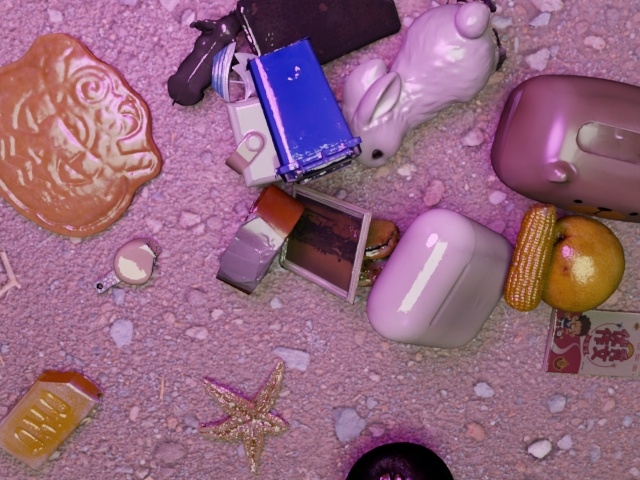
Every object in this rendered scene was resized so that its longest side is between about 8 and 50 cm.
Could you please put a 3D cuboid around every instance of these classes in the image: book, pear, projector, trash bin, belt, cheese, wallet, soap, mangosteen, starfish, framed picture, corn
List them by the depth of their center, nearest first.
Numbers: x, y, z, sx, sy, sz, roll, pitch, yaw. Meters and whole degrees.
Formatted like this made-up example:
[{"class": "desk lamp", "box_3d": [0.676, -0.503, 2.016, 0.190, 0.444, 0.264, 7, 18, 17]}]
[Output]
[{"class": "trash bin", "box_3d": [-0.035, -0.226, 1.131, 0.162, 0.184, 0.234, -22, 98, -5]}, {"class": "wallet", "box_3d": [0.002, -0.441, 1.253, 0.321, 0.044, 0.170, -27, 112, -14]}, {"class": "corn", "box_3d": [0.424, 0.035, 1.281, 0.080, 0.080, 0.231, 3, 110, -3]}, {"class": "projector", "box_3d": [-0.085, -0.216, 1.293, 0.242, 0.163, 0.177, -14, 102, -1]}, {"class": "belt", "box_3d": [-0.132, 0.004, 1.319, 0.105, 0.184, 0.261, 32, 136, -7]}, {"class": "framed picture", "box_3d": [0.000, 0.000, 1.323, 0.014, 0.252, 0.197, -2, 108, -41]}, {"class": "pear", "box_3d": [0.541, 0.045, 1.349, 0.208, 0.209, 0.209, 0, 103, -2]}, {"class": "cheese", "box_3d": [-0.424, 0.067, 1.406, 0.092, 0.047, 0.171, 38, 99, -7]}, {"class": "soap", "box_3d": [-0.631, 0.402, 1.466, 0.140, 0.073, 0.232, 41, 98, -15]}, {"class": "mangosteen", "box_3d": [0.188, 0.617, 1.477, 0.275, 0.275, 0.302, -21, 139, 3]}, {"class": "starfish", "box_3d": [-0.181, 0.403, 1.495, 0.231, 0.048, 0.295, 16, 101, -6]}, {"class": "book", "box_3d": [0.653, 0.242, 1.499, 0.231, 0.022, 0.162, 5, 103, -2]}]

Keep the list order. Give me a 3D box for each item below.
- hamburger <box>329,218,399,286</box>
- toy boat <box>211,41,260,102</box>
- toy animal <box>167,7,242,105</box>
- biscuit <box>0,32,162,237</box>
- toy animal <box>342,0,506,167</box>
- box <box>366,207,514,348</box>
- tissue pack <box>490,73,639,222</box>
[{"class": "hamburger", "box_3d": [0.098, 0.038, 1.351, 0.159, 0.185, 0.131, 8, 120, 30]}, {"class": "toy boat", "box_3d": [-0.136, -0.322, 1.190, 0.149, 0.034, 0.105, -15, 109, 0]}, {"class": "toy animal", "box_3d": [-0.215, -0.362, 1.260, 0.114, 0.146, 0.245, 26, 100, -7]}, {"class": "biscuit", "box_3d": [-0.535, -0.209, 1.330, 0.365, 0.062, 0.385, -38, 102, 6]}, {"class": "toy animal", "box_3d": [0.181, -0.304, 1.242, 0.357, 0.258, 0.194, -42, 67, 0]}, {"class": "box", "box_3d": [0.260, 0.089, 1.319, 0.349, 0.141, 0.289, 17, 107, -49]}, {"class": "tissue pack", "box_3d": [0.561, -0.182, 1.268, 0.387, 0.277, 0.267, 13, 100, -6]}]
